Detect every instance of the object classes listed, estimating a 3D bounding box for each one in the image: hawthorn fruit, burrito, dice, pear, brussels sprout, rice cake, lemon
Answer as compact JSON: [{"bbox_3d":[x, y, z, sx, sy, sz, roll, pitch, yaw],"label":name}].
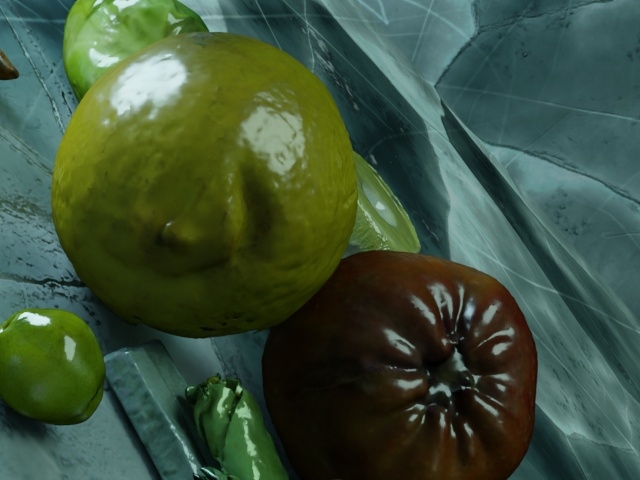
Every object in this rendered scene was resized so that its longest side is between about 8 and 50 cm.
[{"bbox_3d":[0.064,0.148,1.623,0.277,0.277,0.298,51,-19,-9],"label":"hawthorn fruit"},{"bbox_3d":[-0.045,0.229,1.342,0.104,0.054,0.288,23,36,-60],"label":"burrito"},{"bbox_3d":[0.000,0.000,1.863,0.166,0.169,0.169,55,16,4],"label":"dice"},{"bbox_3d":[-0.206,0.097,1.255,0.097,0.092,0.092,46,18,-21],"label":"pear"},{"bbox_3d":[-0.186,-0.179,1.761,0.223,0.161,0.223,54,-7,10],"label":"brussels sprout"},{"bbox_3d":[-0.116,0.183,1.402,0.226,0.040,0.085,59,18,16],"label":"rice cake"},{"bbox_3d":[-0.103,-0.048,1.485,0.297,0.297,0.297,47,17,-20],"label":"lemon"}]

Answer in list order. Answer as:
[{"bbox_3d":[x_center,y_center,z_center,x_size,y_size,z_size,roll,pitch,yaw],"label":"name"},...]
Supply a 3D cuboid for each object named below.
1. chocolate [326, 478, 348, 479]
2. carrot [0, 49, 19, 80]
[{"bbox_3d":[0.063,0.347,1.419,0.309,0.134,0.134,55,16,15],"label":"chocolate"},{"bbox_3d":[-0.359,-0.213,1.544,0.191,0.047,0.047,47,17,-33],"label":"carrot"}]
